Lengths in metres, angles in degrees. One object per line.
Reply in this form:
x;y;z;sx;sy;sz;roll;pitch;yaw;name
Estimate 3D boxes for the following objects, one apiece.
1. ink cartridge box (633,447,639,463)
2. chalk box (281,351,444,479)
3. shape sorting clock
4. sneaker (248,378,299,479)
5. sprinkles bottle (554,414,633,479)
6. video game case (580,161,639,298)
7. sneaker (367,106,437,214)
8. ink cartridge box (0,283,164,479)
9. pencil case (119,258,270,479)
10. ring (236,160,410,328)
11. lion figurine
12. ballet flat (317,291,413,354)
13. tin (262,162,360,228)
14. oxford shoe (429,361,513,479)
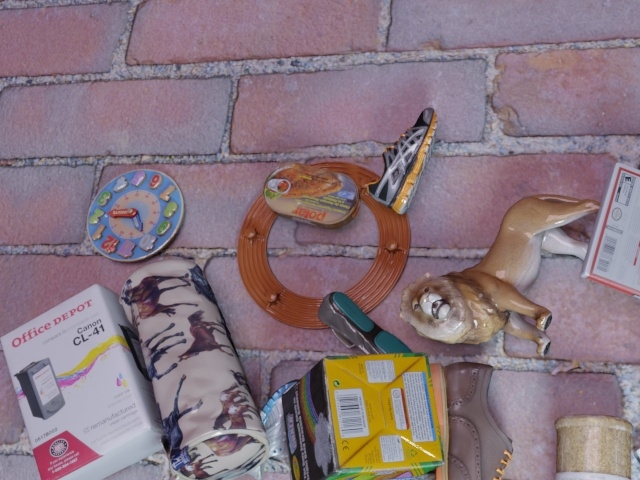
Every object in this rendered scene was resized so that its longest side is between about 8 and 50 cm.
0.624;0.354;1.435;0.206;0.045;0.208;-33;62;2;ink cartridge box
0.050;0.307;1.523;0.179;0.289;0.180;0;67;-19;chalk box
-0.371;-0.053;1.893;0.206;0.040;0.206;-6;68;14;shape sorting clock
-0.074;0.330;1.645;0.083;0.071;0.190;35;90;19;sneaker
0.407;0.445;1.420;0.121;0.121;0.355;0;69;16;sprinkles bottle
0.580;0.014;1.535;0.285;0.025;0.204;21;75;-1;video game case
0.157;-0.157;1.747;0.083;0.084;0.214;21;72;13;sneaker
-0.425;0.269;1.730;0.226;0.131;0.306;-29;65;4;ink cartridge box
-0.232;0.220;1.642;0.184;0.160;0.410;-26;53;1;pencil case
0.000;0.000;1.769;0.337;0.032;0.336;-5;68;14;ring
0.327;0.039;1.617;0.240;0.142;0.392;28;65;32;lion figurine
0.083;0.176;1.656;0.213;0.072;0.068;42;122;12;ballet flat
-0.016;-0.082;1.770;0.190;0.040;0.106;15;70;21;tin
0.245;0.363;1.501;0.133;0.130;0.363;-8;68;5;oxford shoe
